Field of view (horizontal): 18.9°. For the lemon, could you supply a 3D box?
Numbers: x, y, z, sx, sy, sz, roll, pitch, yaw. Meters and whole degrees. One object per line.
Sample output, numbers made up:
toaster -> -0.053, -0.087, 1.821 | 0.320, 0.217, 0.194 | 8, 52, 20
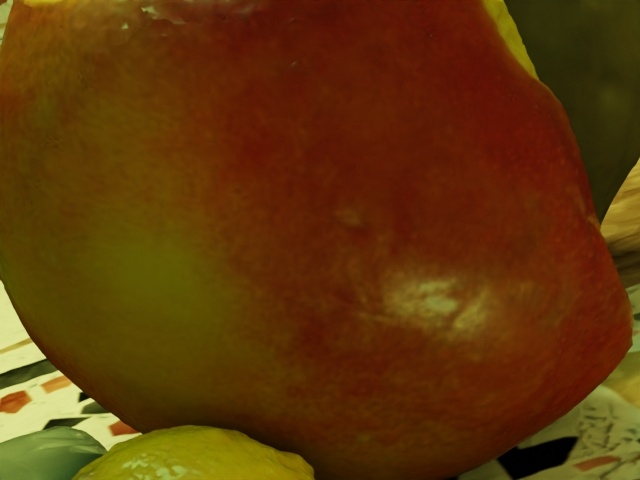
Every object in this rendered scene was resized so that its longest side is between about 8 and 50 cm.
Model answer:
lemon -> -0.068, 0.152, 1.005 | 0.155, 0.114, 0.114 | -12, 12, -21

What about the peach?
peach -> 0.000, 0.000, 1.083 | 0.380, 0.306, 0.242 | 4, 13, -3

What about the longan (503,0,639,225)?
longan -> 0.040, -0.109, 1.355 | 0.391, 0.391, 0.391 | -14, 14, 4

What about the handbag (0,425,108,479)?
handbag -> -0.242, 0.192, 1.132 | 0.332, 0.075, 0.191 | -20, 18, -31
